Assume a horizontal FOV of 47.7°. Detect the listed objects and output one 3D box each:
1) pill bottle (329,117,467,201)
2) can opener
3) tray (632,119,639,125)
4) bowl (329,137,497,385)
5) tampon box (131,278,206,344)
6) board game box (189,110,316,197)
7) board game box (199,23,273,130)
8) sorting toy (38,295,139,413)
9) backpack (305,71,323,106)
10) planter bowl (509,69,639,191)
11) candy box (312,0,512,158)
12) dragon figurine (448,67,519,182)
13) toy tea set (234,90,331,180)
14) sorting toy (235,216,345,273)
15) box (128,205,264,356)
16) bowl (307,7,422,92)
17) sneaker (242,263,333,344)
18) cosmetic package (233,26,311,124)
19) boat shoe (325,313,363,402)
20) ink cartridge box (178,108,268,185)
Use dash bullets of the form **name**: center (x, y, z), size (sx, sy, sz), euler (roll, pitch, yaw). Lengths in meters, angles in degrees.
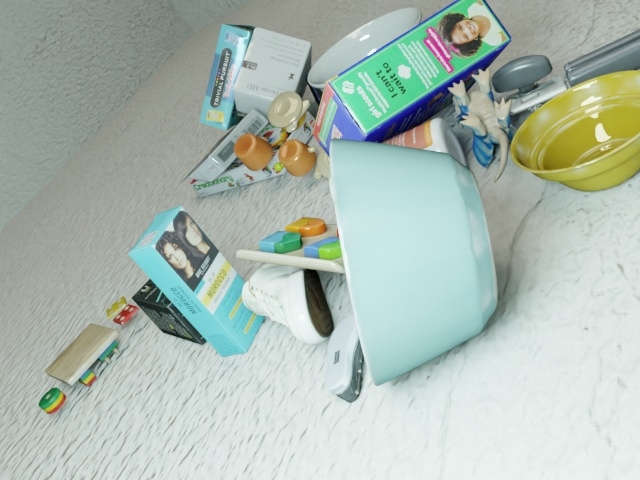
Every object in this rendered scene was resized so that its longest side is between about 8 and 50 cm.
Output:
- **pill bottle**: center (0.129, -0.112, 1.223), size (0.216, 0.121, 0.121), euler (-21, 30, 26)
- **can opener**: center (0.429, -0.287, 1.203), size (0.280, 0.093, 0.074), euler (-19, 30, 21)
- **tray**: center (0.555, -0.172, 0.926), size (0.145, 0.030, 0.270), euler (-42, 28, -10)
- **bowl**: center (0.120, 0.013, 0.893), size (0.163, 0.311, 0.311), euler (-9, 32, 7)
- **tampon box**: center (-0.245, 0.106, 1.331), size (0.120, 0.101, 0.161), euler (-48, 29, -24)
- **board game box**: center (-0.168, -0.211, 1.802), size (0.305, 0.053, 0.193), euler (-11, 35, 40)
- **board game box**: center (-0.223, -0.450, 1.961), size (0.336, 0.079, 0.254), euler (-67, -6, -73)
- **sorting toy**: center (-0.460, 0.228, 1.446), size (0.132, 0.046, 0.274), euler (1, 45, 50)
- **backpack**: center (0.027, -0.402, 1.826), size (0.114, 0.105, 0.084), euler (-32, 28, -4)
- **planter bowl**: center (0.381, -0.132, 0.996), size (0.217, 0.090, 0.217), euler (-30, 26, 16)
- **candy box**: center (0.151, -0.273, 1.310), size (0.317, 0.122, 0.268), euler (-36, -4, -11)
- **dragon figurine**: center (0.283, -0.182, 1.196), size (0.085, 0.144, 0.289), euler (-28, 47, 12)
- **toy tea set**: center (-0.022, -0.211, 1.558), size (0.336, 0.124, 0.200), euler (11, 76, 33)
- **sorting toy**: center (0.000, 0.000, 1.140), size (0.193, 0.038, 0.208), euler (6, 18, 32)
- **box**: center (-0.190, 0.069, 1.167), size (0.060, 0.244, 0.100), euler (-15, 34, 36)
- **bowl**: center (0.129, -0.395, 1.664), size (0.298, 0.134, 0.298), euler (-28, 27, 16)
- **sneaker**: center (-0.057, 0.100, 1.121), size (0.123, 0.106, 0.290), euler (-27, 16, 3)
- **cosmetic package**: center (-0.118, -0.406, 1.832), size (0.151, 0.151, 0.184), euler (94, -168, -74)
- **boat shoe**: center (0.037, 0.160, 0.986), size (0.049, 0.040, 0.142), euler (-31, 26, 30)
- **ink cartridge box**: center (-0.245, -0.215, 1.806), size (0.189, 0.066, 0.232), euler (-54, 11, -30)
